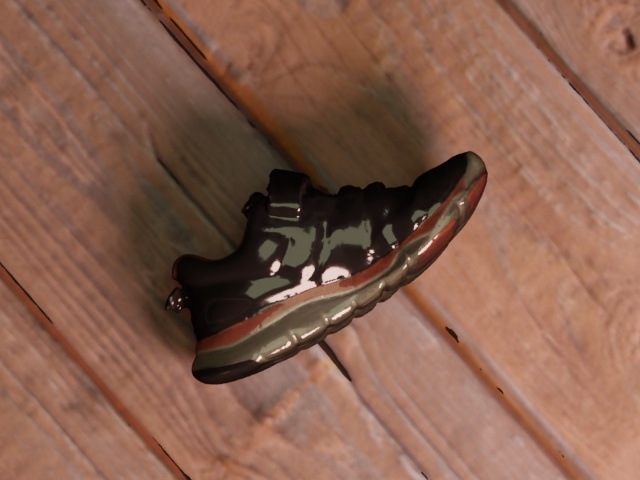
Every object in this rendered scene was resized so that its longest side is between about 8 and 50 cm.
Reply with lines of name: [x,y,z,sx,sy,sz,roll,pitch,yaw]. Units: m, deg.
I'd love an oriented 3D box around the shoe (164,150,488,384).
shoe: [0.000,0.000,1.620,0.291,0.114,0.137,-31,82,-3]
